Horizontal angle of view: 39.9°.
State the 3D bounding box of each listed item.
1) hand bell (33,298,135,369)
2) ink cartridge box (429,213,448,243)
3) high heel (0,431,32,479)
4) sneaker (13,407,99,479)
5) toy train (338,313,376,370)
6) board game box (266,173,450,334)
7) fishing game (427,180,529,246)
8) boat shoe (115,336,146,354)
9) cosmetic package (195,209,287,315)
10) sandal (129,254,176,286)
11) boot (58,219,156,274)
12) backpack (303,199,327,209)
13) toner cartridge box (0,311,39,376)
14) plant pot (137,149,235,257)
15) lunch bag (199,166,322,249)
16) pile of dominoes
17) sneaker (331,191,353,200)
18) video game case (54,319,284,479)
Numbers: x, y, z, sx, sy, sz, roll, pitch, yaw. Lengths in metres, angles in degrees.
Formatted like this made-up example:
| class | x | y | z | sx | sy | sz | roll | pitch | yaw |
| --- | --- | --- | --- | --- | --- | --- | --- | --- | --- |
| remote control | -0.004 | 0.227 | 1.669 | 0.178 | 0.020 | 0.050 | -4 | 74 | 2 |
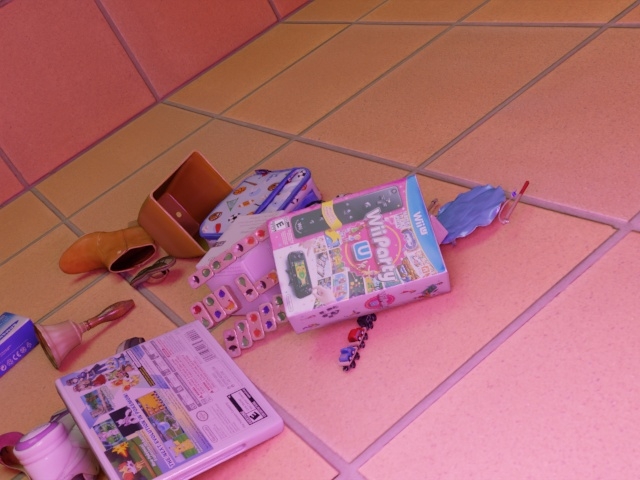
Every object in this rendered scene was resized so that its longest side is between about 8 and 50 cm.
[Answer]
| class | x | y | z | sx | sy | sz | roll | pitch | yaw |
| --- | --- | --- | --- | --- | --- | --- | --- | --- | --- |
| hand bell | -0.571 | 0.206 | 2.183 | 0.242 | 0.126 | 0.126 | -28 | 24 | -25 |
| ink cartridge box | 0.159 | 0.027 | 1.765 | 0.180 | 0.060 | 0.104 | -52 | 31 | -12 |
| high heel | -0.613 | 0.456 | 1.778 | 0.244 | 0.082 | 0.117 | 2 | 28 | 27 |
| sneaker | -0.477 | 0.403 | 1.711 | 0.114 | 0.152 | 0.305 | -24 | 3 | 18 |
| toy train | 0.068 | 0.181 | 1.633 | 0.027 | 0.036 | 0.158 | -11 | 31 | 32 |
| board game box | 0.069 | 0.026 | 1.670 | 0.303 | 0.097 | 0.224 | -16 | 60 | 4 |
| fishing game | 0.300 | -0.048 | 1.809 | 0.264 | 0.041 | 0.189 | -12 | 31 | 45 |
| boat shoe | -0.311 | 0.304 | 1.719 | 0.130 | 0.132 | 0.355 | -19 | 35 | -10 |
| cosmetic package | -0.141 | 0.051 | 1.943 | 0.151 | 0.151 | 0.183 | -7 | 34 | 40 |
| sandal | -0.429 | 0.088 | 2.295 | 0.180 | 0.049 | 0.072 | -28 | 16 | 37 |
| boot | -0.604 | 0.043 | 2.478 | 0.295 | 0.104 | 0.211 | -26 | 26 | -3 |
| backpack | 0.000 | 0.000 | 1.858 | 0.115 | 0.152 | 0.182 | -64 | -2 | 39 |
| toner cartridge box | -0.903 | 0.333 | 2.293 | 0.165 | 0.075 | 0.348 | 5 | 42 | 47 |
| plant pot | -0.359 | -0.073 | 2.337 | 0.187 | 0.212 | 0.212 | -30 | 18 | 49 |
| lunch bag | -0.141 | -0.073 | 2.215 | 0.243 | 0.115 | 0.303 | -2 | 38 | 39 |
| pile of dominoes | -0.143 | 0.099 | 1.785 | 0.251 | 0.196 | 0.040 | -35 | -8 | 11 |
| sneaker | 0.073 | -0.102 | 2.130 | 0.109 | 0.040 | 0.044 | -1 | 36 | 43 |
| video game case | -0.276 | 0.295 | 1.576 | 0.300 | 0.036 | 0.329 | -22 | 41 | -25 |
